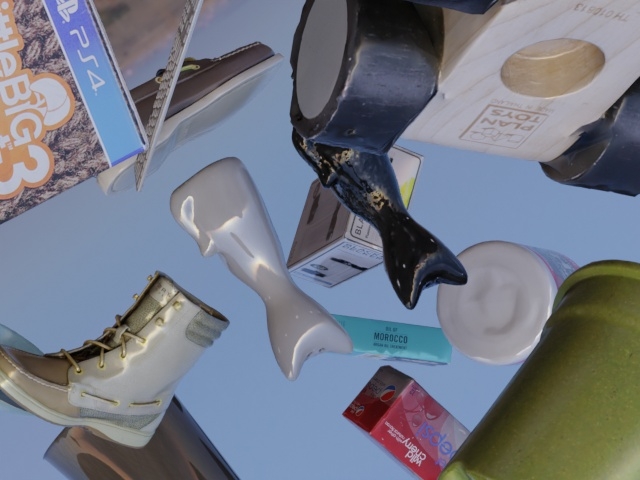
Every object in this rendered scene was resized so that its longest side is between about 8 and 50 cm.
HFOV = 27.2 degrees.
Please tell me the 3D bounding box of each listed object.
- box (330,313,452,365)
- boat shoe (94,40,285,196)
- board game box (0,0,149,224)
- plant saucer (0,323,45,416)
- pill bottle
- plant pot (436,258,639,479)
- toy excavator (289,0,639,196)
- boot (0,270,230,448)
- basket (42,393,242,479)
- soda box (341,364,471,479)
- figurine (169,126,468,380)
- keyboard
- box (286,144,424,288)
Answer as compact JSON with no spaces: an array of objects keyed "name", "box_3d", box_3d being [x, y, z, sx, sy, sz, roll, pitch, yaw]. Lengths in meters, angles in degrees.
[{"name":"box","box_3d":[0.094,0.169,2.243,0.100,0.244,0.060,152,-55,-74]},{"name":"boat shoe","box_3d":[-0.177,-0.176,1.657,0.324,0.097,0.116,-39,171,-33]},{"name":"board game box","box_3d":[-0.294,-0.074,0.791,0.291,0.141,0.232,-30,-152,-21]},{"name":"plant saucer","box_3d":[-0.407,0.167,1.674,0.037,0.195,0.195,-51,-173,13]},{"name":"pill bottle","box_3d":[0.306,0.096,1.961,0.176,0.176,0.318,-33,163,20]},{"name":"plant pot","box_3d":[0.251,0.201,1.220,0.254,0.276,0.276,-39,-170,-26]},{"name":"toy excavator","box_3d":[0.095,-0.242,0.857,0.433,0.222,0.445,128,-34,-58]},{"name":"boot","box_3d":[-0.196,0.098,1.236,0.165,0.213,0.077,-53,-133,7]},{"name":"basket","box_3d":[-0.194,0.282,1.583,0.154,0.227,0.204,-39,174,-48]},{"name":"soda box","box_3d":[0.154,0.275,1.706,0.092,0.263,0.083,-50,-155,-8]},{"name":"figurine","box_3d":[0.000,0.000,1.208,0.215,0.209,0.092,-31,170,-18]},{"name":"keyboard","box_3d":[-0.159,-0.176,1.409,0.072,0.014,0.256,-100,-151,-65]},{"name":"box","box_3d":[0.047,-0.035,2.029,0.290,0.087,0.169,147,-38,-67]}]
